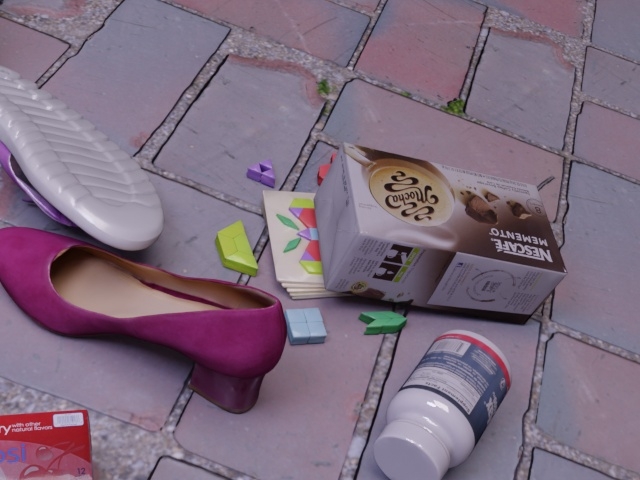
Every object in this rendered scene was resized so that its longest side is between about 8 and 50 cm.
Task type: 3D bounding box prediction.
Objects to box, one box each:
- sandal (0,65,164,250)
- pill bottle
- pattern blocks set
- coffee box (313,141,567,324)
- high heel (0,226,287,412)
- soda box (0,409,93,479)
[{"bbox_3d":[-0.344,-0.096,1.174,0.169,0.102,0.416,-3,38,-50],"label":"sandal"},{"bbox_3d":[0.137,0.194,1.045,0.108,0.108,0.180,32,46,13],"label":"pill bottle"},{"bbox_3d":[0.000,0.000,1.247,0.285,0.026,0.325,-10,51,-27],"label":"pattern blocks set"},{"bbox_3d":[0.154,-0.006,1.213,0.297,0.119,0.168,11,45,-19],"label":"coffee box"},{"bbox_3d":[-0.207,0.040,1.023,0.377,0.181,0.127,25,44,6],"label":"high heel"},{"bbox_3d":[-0.350,0.224,0.857,0.263,0.092,0.083,0,48,-20],"label":"soda box"}]
